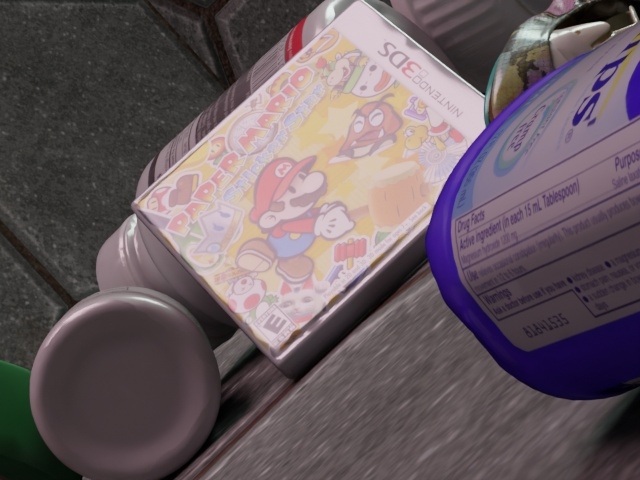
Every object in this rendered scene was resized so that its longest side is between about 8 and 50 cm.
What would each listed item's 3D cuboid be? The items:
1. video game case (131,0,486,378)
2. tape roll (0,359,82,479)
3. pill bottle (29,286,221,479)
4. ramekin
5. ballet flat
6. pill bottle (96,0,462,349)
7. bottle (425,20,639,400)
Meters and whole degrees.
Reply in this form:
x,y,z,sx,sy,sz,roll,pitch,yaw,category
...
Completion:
x,y,z,sx,sy,sz,roll,pitch,yaw,category
0.004,-0.042,1.261,0.227,0.026,0.206,-43,49,-4,video game case
-0.352,0.164,1.500,0.321,0.321,0.077,-36,44,55,tape roll
-0.141,0.100,1.350,0.131,0.131,0.229,-42,4,-3,pill bottle
0.164,-0.232,1.504,0.207,0.207,0.109,-45,14,-32,ramekin
0.172,-0.121,1.209,0.079,0.077,0.221,-17,16,29,ballet flat
-0.036,-0.038,1.480,0.318,0.176,0.176,-40,5,31,pill bottle
0.127,-0.032,0.462,0.118,0.092,0.283,-43,4,-24,bottle
